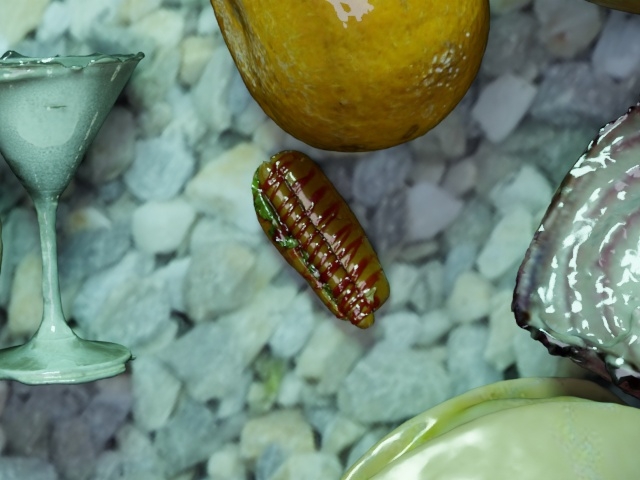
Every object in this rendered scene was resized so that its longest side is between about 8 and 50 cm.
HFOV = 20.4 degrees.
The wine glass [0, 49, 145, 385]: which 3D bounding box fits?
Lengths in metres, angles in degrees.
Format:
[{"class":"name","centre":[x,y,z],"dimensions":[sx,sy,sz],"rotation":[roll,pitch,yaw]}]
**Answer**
[{"class":"wine glass","centre":[-0.196,-0.019,1.278],"dimensions":[0.156,0.156,0.232],"rotation":[-1,98,7]}]

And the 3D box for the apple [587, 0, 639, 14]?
[{"class":"apple","centre":[0.221,-0.290,1.113],"dimensions":[0.277,0.319,0.319],"rotation":[33,97,23]}]

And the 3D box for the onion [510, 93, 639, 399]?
[{"class":"onion","centre":[0.319,0.029,1.219],"dimensions":[0.314,0.146,0.280],"rotation":[29,75,24]}]

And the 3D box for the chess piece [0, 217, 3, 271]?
[{"class":"chess piece","centre":[-0.339,0.013,1.141],"dimensions":[0.142,0.261,0.143],"rotation":[8,104,32]}]

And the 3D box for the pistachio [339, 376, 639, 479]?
[{"class":"pistachio","centre":[0.110,0.226,1.210],"dimensions":[0.321,0.229,0.238],"rotation":[-30,116,-11]}]

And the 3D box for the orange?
[{"class":"orange","centre":[0.019,-0.171,1.201],"dimensions":[0.170,0.224,0.224],"rotation":[-23,91,-17]}]

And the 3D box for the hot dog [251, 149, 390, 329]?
[{"class":"hot dog","centre":[0.000,0.000,1.301],"dimensions":[0.062,0.038,0.144],"rotation":[-33,90,7]}]
